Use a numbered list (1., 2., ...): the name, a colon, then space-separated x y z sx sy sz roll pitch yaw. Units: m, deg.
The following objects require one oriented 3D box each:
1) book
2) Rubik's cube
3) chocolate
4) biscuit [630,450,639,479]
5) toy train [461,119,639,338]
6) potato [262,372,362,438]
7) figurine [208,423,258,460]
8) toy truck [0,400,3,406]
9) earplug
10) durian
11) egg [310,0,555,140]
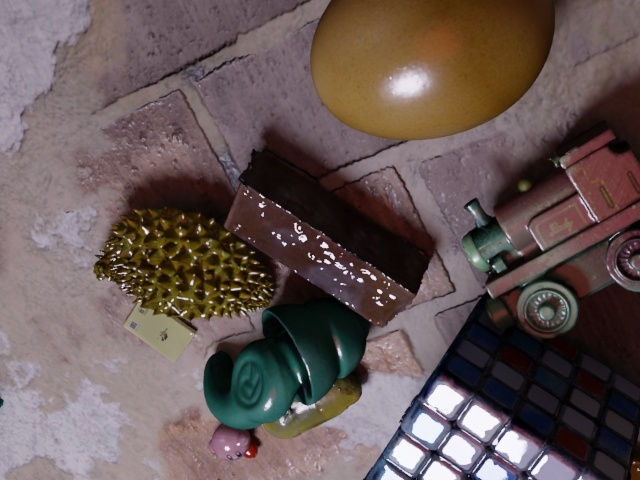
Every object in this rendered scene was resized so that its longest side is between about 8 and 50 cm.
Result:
1. book: -0.275 0.151 1.628 0.111 0.014 0.077 36 119 -2
2. Rubik's cube: 0.261 0.302 1.373 0.293 0.287 0.292 31 119 11
3. chocolate: 0.000 0.000 1.440 0.321 0.112 0.112 33 128 -2
4. biscuit: 0.511 0.432 1.519 0.278 0.043 0.301 -38 97 28
5. toy train: 0.337 -0.006 1.309 0.304 0.150 0.221 -32 94 18
6. potato: -0.020 0.264 1.570 0.188 0.085 0.105 -23 109 18
7. figurine: -0.157 0.349 1.654 0.083 0.071 0.067 -13 68 12
8. toy truck: -0.655 0.351 1.771 0.110 0.116 0.216 20 125 7
9. earplug: -0.053 0.193 1.504 0.280 0.257 0.164 -24 75 -11
10. durian: -0.232 0.035 1.502 0.306 0.166 0.172 4 88 15
11. egg: 0.135 -0.252 1.199 0.322 0.250 0.250 -23 105 27
